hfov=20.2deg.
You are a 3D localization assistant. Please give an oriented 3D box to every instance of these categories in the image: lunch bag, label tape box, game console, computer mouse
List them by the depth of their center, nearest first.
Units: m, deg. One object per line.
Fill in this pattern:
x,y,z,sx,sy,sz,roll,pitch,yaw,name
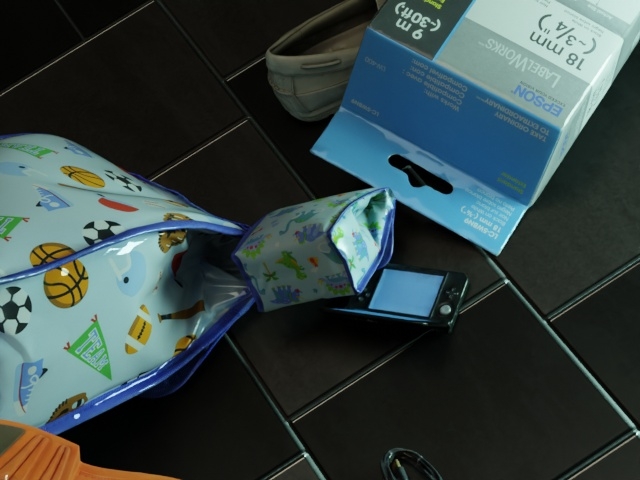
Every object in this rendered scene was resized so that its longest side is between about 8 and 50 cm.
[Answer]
0.100,0.291,1.678,0.071,0.041,0.242,-13,42,0,computer mouse
0.076,0.055,1.846,0.122,0.071,0.107,8,57,26,game console
0.000,0.000,1.870,0.128,0.096,0.151,-12,27,29,lunch bag
-0.293,0.033,1.890,0.328,0.239,0.385,25,36,36,lunch bag
0.176,-0.186,1.925,0.240,0.106,0.334,29,66,12,label tape box

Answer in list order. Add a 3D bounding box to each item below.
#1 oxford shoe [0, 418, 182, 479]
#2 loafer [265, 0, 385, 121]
-0.189,0.295,1.688,0.363,0.133,0.130,26,29,1,oxford shoe
0.084,-0.253,2.059,0.319,0.111,0.112,-32,49,-6,loafer
